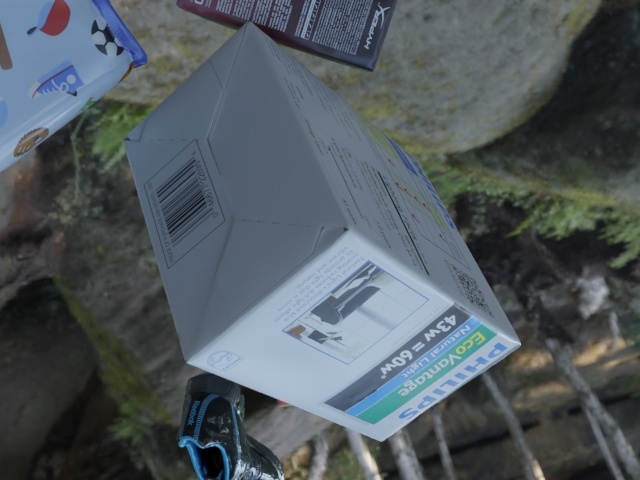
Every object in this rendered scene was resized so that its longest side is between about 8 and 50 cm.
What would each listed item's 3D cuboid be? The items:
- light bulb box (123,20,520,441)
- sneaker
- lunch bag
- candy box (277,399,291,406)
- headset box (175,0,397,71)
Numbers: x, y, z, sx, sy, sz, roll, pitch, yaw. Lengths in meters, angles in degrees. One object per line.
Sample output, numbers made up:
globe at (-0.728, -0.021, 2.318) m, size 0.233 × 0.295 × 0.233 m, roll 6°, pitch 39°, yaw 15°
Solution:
light bulb box at (0.000, 0.000, 1.108) m, size 0.225 × 0.358 × 0.361 m, roll -39°, pitch 138°, yaw 18°
sneaker at (-0.164, 0.384, 1.600) m, size 0.125 × 0.140 × 0.341 m, roll -8°, pitch 129°, yaw 21°
lunch bag at (-0.437, -0.201, 1.135) m, size 0.328 × 0.239 × 0.385 m, roll -40°, pitch -153°, yaw -20°
candy box at (0.107, 0.161, 1.519) m, size 0.268 × 0.122 × 0.317 m, roll -10°, pitch -178°, yaw 27°
headset box at (-0.054, -0.320, 1.246) m, size 0.293 × 0.110 × 0.218 m, roll 18°, pitch -170°, yaw -3°
